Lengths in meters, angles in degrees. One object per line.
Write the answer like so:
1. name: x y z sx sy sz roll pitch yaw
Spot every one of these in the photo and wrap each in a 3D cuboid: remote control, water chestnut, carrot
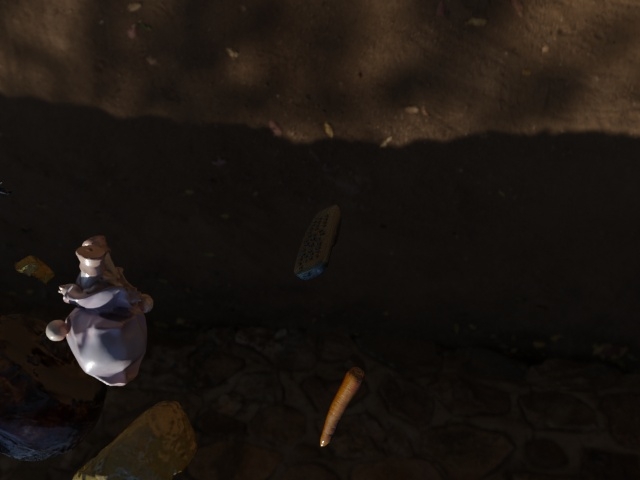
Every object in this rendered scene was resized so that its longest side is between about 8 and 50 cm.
1. remote control: 0.000 0.000 1.207 0.072 0.222 0.042 -25 115 26
2. water chestnut: -0.606 0.291 1.338 0.350 0.350 0.302 40 93 -19
3. carrot: 0.037 0.325 1.214 0.037 0.037 0.190 23 111 -2

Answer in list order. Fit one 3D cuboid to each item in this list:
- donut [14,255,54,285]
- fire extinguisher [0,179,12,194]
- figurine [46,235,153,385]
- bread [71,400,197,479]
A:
1. donut: -0.581 0.061 1.281 0.083 0.038 0.067 48 170 -31
2. fire extinguisher: -0.894 -0.215 1.567 0.104 0.105 0.269 -5 133 25
3. figurine: -0.392 0.131 1.139 0.133 0.200 0.276 22 121 47
4. bread: -0.327 0.404 1.128 0.134 0.244 0.244 46 135 5
